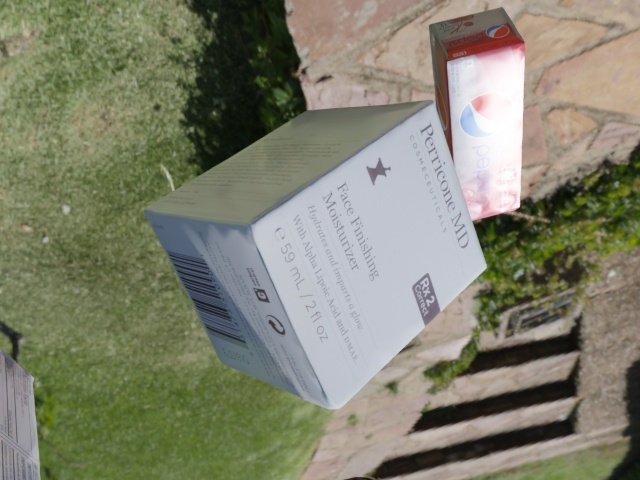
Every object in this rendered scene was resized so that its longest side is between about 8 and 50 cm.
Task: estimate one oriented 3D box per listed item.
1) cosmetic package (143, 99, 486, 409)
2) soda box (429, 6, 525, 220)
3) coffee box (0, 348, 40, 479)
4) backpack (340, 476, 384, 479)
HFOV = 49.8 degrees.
[{"bbox_3d":[0.000,0.000,0.531,0.183,0.151,0.151,-37,117,-30],"label":"cosmetic package"},{"bbox_3d":[0.195,-0.144,0.855,0.092,0.083,0.263,-14,136,3],"label":"soda box"},{"bbox_3d":[-0.521,0.256,0.694,0.337,0.338,0.334,-29,133,-3],"label":"coffee box"},{"bbox_3d":[0.023,0.395,0.631,0.290,0.355,0.273,-13,129,-11],"label":"backpack"}]
